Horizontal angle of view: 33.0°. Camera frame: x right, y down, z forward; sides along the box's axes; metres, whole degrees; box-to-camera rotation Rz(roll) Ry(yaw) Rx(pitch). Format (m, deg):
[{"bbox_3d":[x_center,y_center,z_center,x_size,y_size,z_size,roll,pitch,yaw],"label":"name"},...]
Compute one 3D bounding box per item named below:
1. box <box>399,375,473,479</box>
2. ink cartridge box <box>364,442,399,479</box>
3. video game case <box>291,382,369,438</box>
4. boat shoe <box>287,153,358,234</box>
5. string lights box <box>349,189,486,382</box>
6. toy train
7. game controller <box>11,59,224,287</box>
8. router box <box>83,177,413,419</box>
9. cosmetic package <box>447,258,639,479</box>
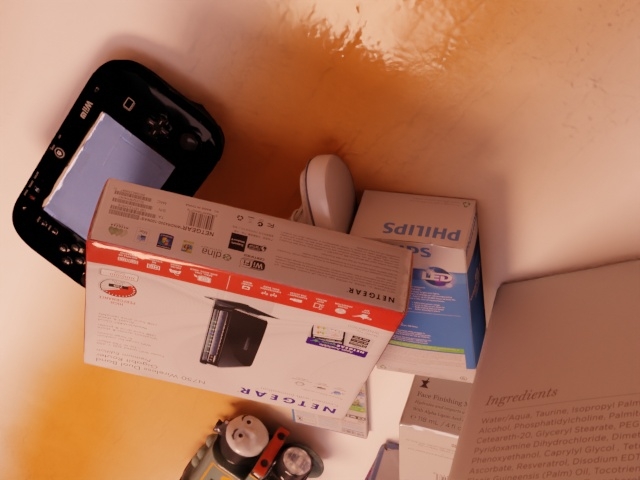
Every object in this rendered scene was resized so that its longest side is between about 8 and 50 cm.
[{"bbox_3d":[0.205,0.264,1.456,0.181,0.119,0.182,11,141,13],"label":"box"},{"bbox_3d":[0.089,0.537,1.724,0.151,0.270,0.395,20,143,5],"label":"ink cartridge box"},{"bbox_3d":[0.012,0.233,1.597,0.119,0.015,0.166,11,142,13],"label":"video game case"},{"bbox_3d":[0.000,0.000,1.257,0.088,0.096,0.267,3,148,15],"label":"boat shoe"},{"bbox_3d":[0.122,0.060,1.280,0.133,0.076,0.259,7,141,17],"label":"string lights box"},{"bbox_3d":[-0.126,0.400,1.777,0.190,0.142,0.334,33,142,1],"label":"toy train"},{"bbox_3d":[-0.242,-0.067,1.255,0.166,0.067,0.319,32,127,-13],"label":"game controller"},{"bbox_3d":[-0.094,0.080,1.233,0.336,0.082,0.301,13,147,-5],"label":"router box"},{"bbox_3d":[0.363,0.265,1.155,0.327,0.393,0.329,-15,130,38],"label":"cosmetic package"}]
